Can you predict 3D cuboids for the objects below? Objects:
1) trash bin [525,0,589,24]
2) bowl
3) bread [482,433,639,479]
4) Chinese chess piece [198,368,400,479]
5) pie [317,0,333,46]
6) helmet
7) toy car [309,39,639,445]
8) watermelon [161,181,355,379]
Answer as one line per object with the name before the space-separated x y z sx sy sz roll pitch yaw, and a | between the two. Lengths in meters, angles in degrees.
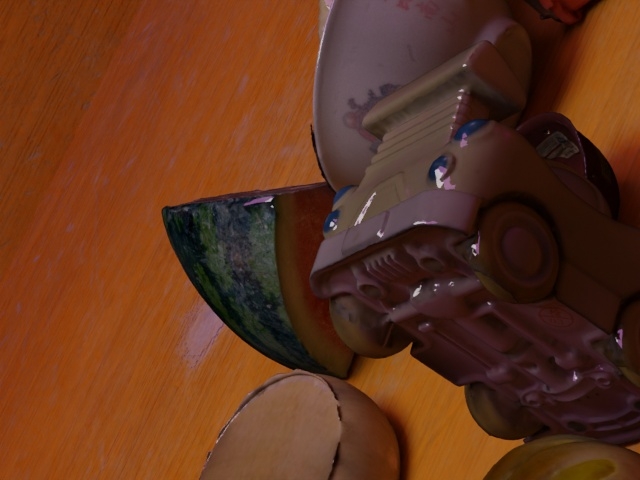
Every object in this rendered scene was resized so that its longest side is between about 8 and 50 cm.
trash bin | 0.296 -0.376 1.926 0.239 0.184 0.161 -28 39 42
bowl | 0.141 -0.190 1.958 0.157 0.345 0.345 14 72 27
bread | 0.164 0.304 1.431 0.333 0.160 0.333 -46 29 35
Chinese chess piece | -0.029 0.269 1.889 0.257 0.104 0.257 -34 39 33
pie | 0.089 -0.254 2.081 0.077 0.339 0.339 15 73 27
helmet | 0.244 -0.033 1.719 0.155 0.106 0.175 -54 30 22
toy car | 0.183 0.019 1.497 0.242 0.336 0.226 -27 38 52
watermelon | -0.013 0.022 2.037 0.292 0.283 0.250 -34 17 6
